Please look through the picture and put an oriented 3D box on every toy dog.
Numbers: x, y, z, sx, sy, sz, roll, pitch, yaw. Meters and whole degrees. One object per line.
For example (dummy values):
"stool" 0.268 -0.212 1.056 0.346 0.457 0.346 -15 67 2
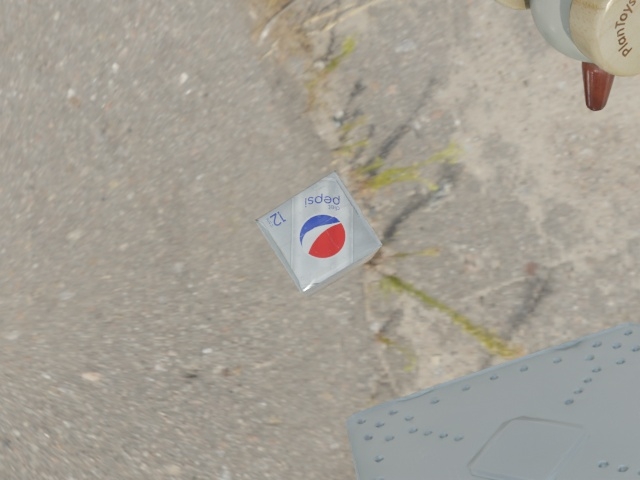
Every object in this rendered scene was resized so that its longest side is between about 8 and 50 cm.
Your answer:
"toy dog" 0.280 -0.205 0.891 0.333 0.220 0.161 -16 136 7

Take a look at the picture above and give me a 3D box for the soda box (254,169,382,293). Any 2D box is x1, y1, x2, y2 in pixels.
"soda box" 0.000 0.000 1.334 0.098 0.286 0.091 -32 87 -2

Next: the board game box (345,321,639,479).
"board game box" 0.238 0.253 1.379 0.390 0.390 0.050 -18 113 2
